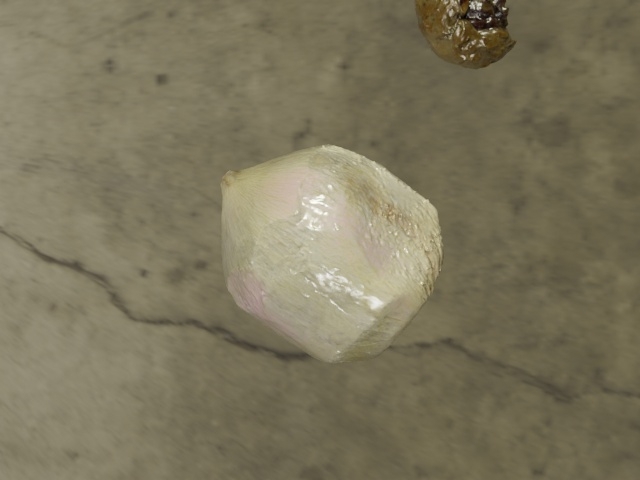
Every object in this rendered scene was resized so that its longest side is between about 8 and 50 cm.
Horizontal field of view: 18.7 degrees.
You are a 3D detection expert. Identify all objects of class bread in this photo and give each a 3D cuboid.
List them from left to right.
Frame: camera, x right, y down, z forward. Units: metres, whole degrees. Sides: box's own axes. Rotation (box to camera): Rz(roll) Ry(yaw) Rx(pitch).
[{"bbox_3d":[0.128,-0.209,1.752,0.082,0.060,0.113,-23,93,-25],"label":"bread"}]

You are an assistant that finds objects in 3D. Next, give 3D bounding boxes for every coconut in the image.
[{"bbox_3d":[0.000,0.000,1.039,0.124,0.110,0.110,38,82,-9],"label":"coconut"}]
